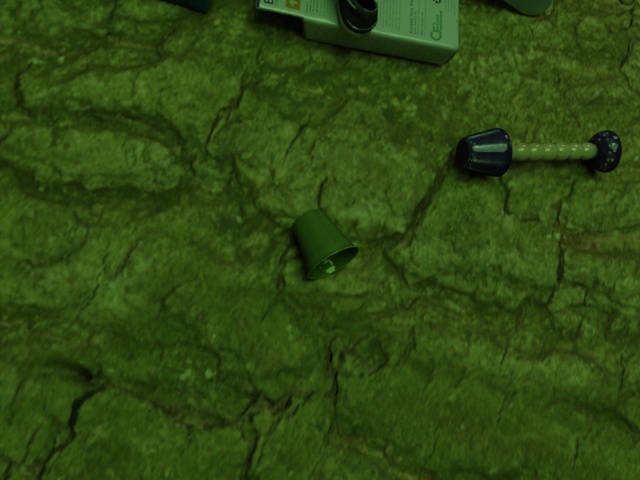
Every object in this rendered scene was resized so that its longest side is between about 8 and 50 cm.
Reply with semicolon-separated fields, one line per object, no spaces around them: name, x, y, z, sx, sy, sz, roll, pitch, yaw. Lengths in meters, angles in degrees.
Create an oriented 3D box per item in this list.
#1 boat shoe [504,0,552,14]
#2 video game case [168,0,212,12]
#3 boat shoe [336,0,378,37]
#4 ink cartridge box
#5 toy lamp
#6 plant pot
boat shoe;0.306;-0.457;1.352;0.228;0.080;0.076;17;56;-36
video game case;-0.269;-0.491;1.204;0.269;0.061;0.244;14;70;-14
boat shoe;0.046;-0.408;1.211;0.075;0.065;0.206;-10;78;-18
ink cartridge box;0.063;-0.463;1.304;0.330;0.071;0.324;8;73;-13
toy lamp;0.347;-0.140;1.300;0.274;0.080;0.080;-1;75;-20
plant pot;0.000;0.000;1.146;0.083;0.083;0.079;-22;71;-23
